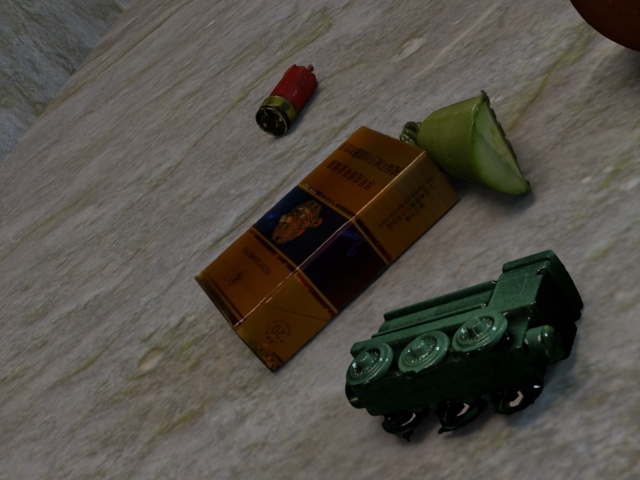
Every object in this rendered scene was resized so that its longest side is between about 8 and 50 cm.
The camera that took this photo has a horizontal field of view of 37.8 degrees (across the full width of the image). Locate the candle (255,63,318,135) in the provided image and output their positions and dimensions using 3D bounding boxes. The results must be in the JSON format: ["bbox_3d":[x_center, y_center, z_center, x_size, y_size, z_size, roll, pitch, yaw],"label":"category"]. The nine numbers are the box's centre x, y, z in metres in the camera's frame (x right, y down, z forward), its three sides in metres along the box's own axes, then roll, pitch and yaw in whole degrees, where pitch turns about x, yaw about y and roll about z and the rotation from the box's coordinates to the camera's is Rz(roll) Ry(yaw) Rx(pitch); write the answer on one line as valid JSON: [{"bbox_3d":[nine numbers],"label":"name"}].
[{"bbox_3d":[-0.041,-0.202,1.294,0.052,0.052,0.130,-15,35,43],"label":"candle"}]

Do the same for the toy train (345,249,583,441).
[{"bbox_3d":[0.095,0.075,0.652,0.170,0.071,0.111,-21,23,38],"label":"toy train"}]

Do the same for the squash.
[{"bbox_3d":[0.132,-0.095,0.854,0.075,0.090,0.200,-51,20,-1],"label":"squash"}]

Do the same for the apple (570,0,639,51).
[{"bbox_3d":[0.292,-0.236,0.755,0.181,0.181,0.168,-42,46,-1],"label":"apple"}]

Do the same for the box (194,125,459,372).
[{"bbox_3d":[0.000,0.000,0.899,0.237,0.070,0.152,-45,26,-4],"label":"box"}]
